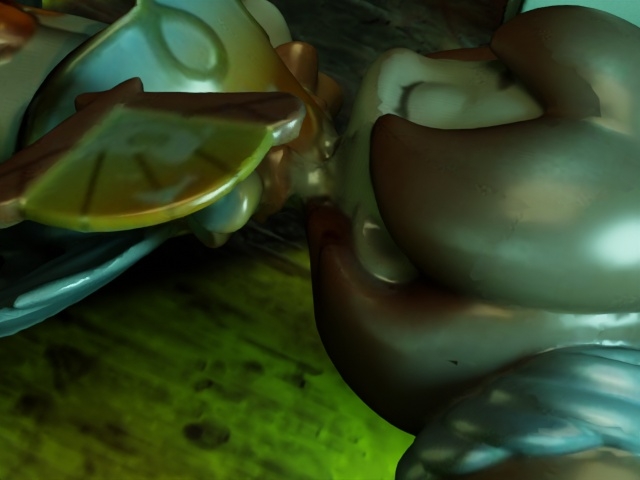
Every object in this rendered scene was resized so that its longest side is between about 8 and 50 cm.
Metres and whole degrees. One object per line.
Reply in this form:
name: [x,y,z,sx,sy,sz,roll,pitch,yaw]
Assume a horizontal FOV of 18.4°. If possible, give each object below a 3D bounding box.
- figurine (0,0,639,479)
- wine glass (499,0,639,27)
figurine: [0.000,0.000,0.818,0.388,0.248,0.276,14,26,8]
wine glass: [0.217,-0.120,1.055,0.231,0.103,0.103,14,53,-1]
